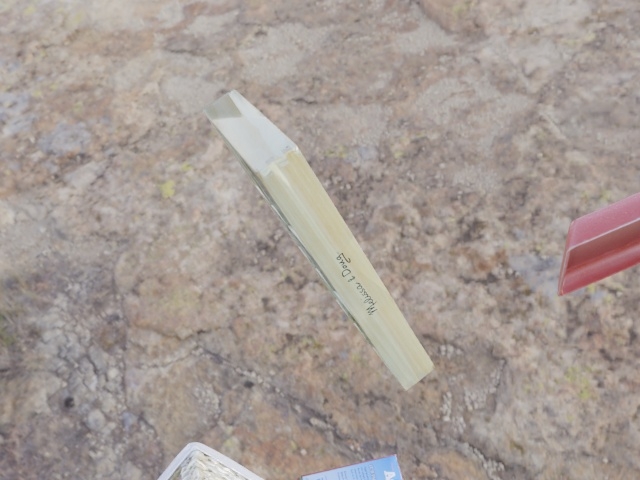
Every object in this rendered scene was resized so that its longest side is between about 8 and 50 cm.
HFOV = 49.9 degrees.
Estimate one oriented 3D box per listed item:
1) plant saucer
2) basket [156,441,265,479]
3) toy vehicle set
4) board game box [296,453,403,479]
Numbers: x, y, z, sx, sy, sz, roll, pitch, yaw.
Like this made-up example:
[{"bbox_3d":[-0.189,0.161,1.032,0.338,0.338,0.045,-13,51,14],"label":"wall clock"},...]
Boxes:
[{"bbox_3d":[0.473,-0.016,1.029,0.259,0.258,0.047,-25,66,6],"label":"plant saucer"},{"bbox_3d":[-0.103,0.317,0.735,0.113,0.167,0.103,-50,17,5],"label":"basket"},{"bbox_3d":[0.000,0.000,0.617,0.035,0.267,0.166,-36,33,-3],"label":"toy vehicle set"},{"bbox_3d":[0.071,0.436,0.898,0.145,0.027,0.281,-7,64,-18],"label":"board game box"}]
